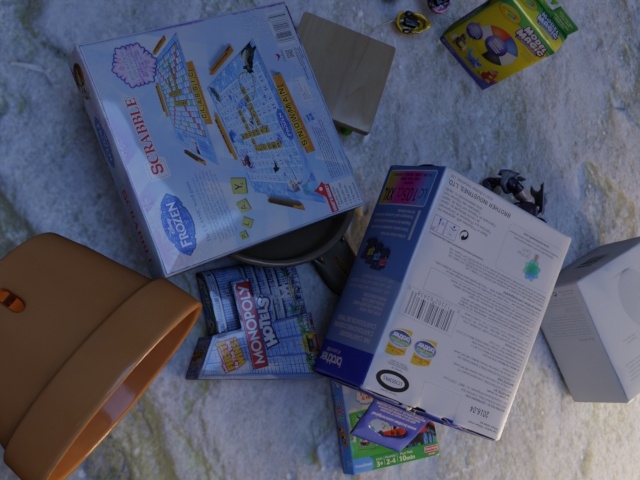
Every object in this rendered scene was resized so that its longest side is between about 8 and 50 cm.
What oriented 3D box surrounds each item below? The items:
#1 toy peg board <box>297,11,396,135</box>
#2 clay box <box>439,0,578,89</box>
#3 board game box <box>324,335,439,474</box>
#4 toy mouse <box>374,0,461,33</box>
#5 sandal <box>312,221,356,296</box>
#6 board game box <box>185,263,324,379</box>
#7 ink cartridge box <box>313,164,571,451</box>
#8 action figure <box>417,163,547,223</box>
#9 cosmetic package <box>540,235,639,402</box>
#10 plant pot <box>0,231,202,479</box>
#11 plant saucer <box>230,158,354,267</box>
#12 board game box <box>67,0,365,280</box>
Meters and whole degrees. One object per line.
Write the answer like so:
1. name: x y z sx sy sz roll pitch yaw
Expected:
1. toy peg board: 0.018 -0.256 1.372 0.160 0.079 0.161 20 71 -6
2. clay box: 0.317 -0.351 1.447 0.127 0.222 0.053 46 64 -12
3. board game box: 0.097 0.244 1.331 0.160 0.039 0.212 -5 82 -28
4. toy mouse: 0.168 -0.426 1.483 0.161 0.031 0.143 2 83 -12
5. sandal: 0.000 0.000 1.313 0.090 0.060 0.219 -44 101 -26
6. board game box: -0.108 0.129 1.235 0.194 0.060 0.194 -11 86 -29
7. ink cartridge box: 0.170 0.120 1.252 0.270 0.151 0.396 26 80 -27
8. action figure: 0.286 -0.047 1.453 0.285 0.099 0.185 18 66 -27
9. cosmetic package: 0.524 0.139 1.512 0.224 0.138 0.225 -25 91 -28
10. plant pot: -0.311 0.128 1.028 0.203 0.291 0.291 38 65 3
11. plant saucer: -0.083 -0.082 1.261 0.277 0.041 0.278 7 64 -15
12. board game box: -0.135 -0.143 1.162 0.318 0.066 0.319 -20 88 -29
